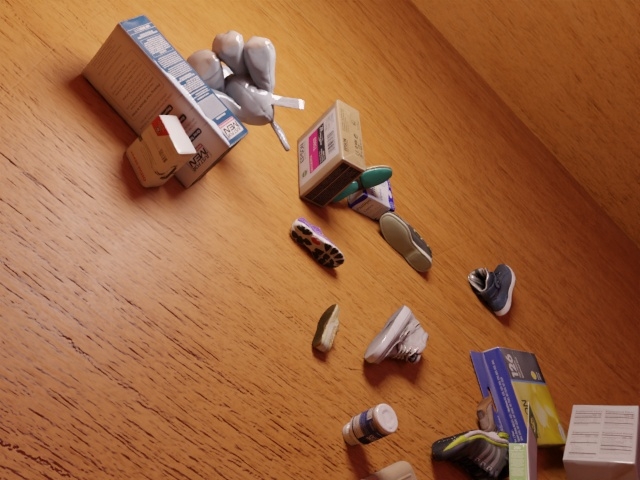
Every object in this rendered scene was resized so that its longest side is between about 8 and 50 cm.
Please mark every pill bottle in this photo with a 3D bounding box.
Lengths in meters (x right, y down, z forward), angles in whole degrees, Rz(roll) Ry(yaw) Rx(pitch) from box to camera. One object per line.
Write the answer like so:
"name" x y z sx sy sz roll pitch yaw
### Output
"pill bottle" 0.106 0.409 1.454 0.067 0.120 0.067 29 43 -30

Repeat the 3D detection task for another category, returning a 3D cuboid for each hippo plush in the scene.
"hippo plush" -0.193 -0.391 1.656 0.294 0.235 0.236 18 10 -15

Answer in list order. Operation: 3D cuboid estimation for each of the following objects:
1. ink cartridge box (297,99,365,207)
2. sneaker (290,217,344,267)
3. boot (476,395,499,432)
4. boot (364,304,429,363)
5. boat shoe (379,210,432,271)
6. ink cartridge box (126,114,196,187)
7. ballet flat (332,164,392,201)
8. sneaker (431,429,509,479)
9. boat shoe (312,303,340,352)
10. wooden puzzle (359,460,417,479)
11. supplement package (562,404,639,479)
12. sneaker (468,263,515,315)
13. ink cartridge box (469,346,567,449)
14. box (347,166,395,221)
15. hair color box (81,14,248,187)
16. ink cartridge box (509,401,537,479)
"ink cartridge box" 0.026 -0.240 1.836 0.088 0.193 0.235 24 45 -32
"sneaker" 0.000 0.000 1.722 0.170 0.068 0.071 44 31 -12
"boot" 0.476 0.505 1.869 0.118 0.042 0.087 -31 92 -53
"boot" 0.210 0.270 1.705 0.123 0.095 0.258 47 35 2
"boat shoe" 0.260 -0.005 2.010 0.228 0.081 0.069 50 32 -18
"ink cartridge box" -0.346 -0.191 1.429 0.056 0.135 0.099 -15 73 -55
"ballet flat" 0.105 -0.177 1.901 0.067 0.206 0.073 -122 -166 -49
"sneaker" 0.398 0.552 1.683 0.299 0.111 0.121 14 55 -39
"boat shoe" 0.020 0.212 1.587 0.045 0.050 0.135 44 47 -19
"wooden puzzle" 0.168 0.617 1.427 0.220 0.044 0.239 -2 58 -49
"supplement package" 0.862 0.655 1.991 0.262 0.197 0.199 -44 121 -54
"sneaker" 0.584 0.124 2.257 0.163 0.086 0.226 43 38 -19
"ink cartridge box" 0.605 0.477 2.008 0.307 0.072 0.304 16 51 -44
"box" 0.148 -0.144 2.000 0.137 0.072 0.126 23 45 -35
"hair color box" -0.347 -0.309 1.491 0.347 0.174 0.105 49 35 -8
"ink cartridge box" 0.549 0.578 1.783 0.171 0.056 0.235 56 35 -47
